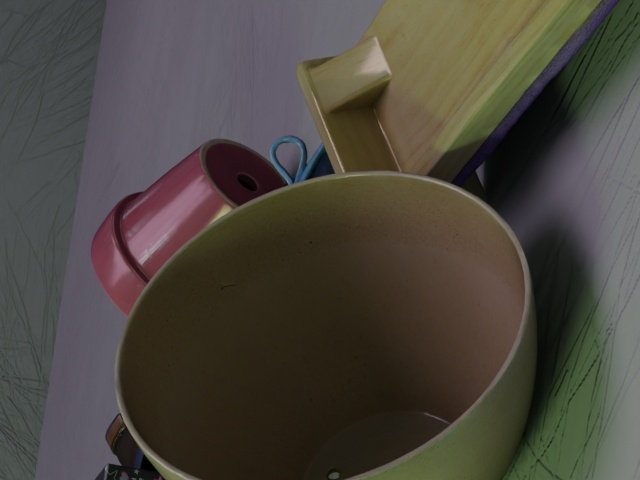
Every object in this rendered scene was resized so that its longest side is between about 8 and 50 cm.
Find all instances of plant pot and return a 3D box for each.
[{"bbox_3d":[0.023,0.117,1.168,0.284,0.284,0.191,-96,-12,-48],"label":"plant pot"},{"bbox_3d":[-0.129,-0.008,1.893,0.180,0.201,0.201,-50,29,31],"label":"plant pot"}]

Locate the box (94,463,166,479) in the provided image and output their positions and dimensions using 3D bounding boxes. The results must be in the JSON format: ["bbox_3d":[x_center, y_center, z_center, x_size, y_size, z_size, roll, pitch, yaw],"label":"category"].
[{"bbox_3d":[-0.224,0.377,1.994,0.247,0.142,0.163,132,147,-60],"label":"box"}]

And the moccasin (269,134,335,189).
[{"bbox_3d":[0.000,0.000,1.469,0.137,0.117,0.342,-88,11,-45],"label":"moccasin"}]

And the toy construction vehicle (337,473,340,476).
[{"bbox_3d":[0.008,0.167,1.533,0.086,0.035,0.098,143,137,-67],"label":"toy construction vehicle"}]

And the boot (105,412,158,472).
[{"bbox_3d":[-0.208,0.234,2.221,0.106,0.082,0.219,59,135,37],"label":"boot"}]

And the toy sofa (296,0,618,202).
[{"bbox_3d":[0.134,-0.162,1.188,0.150,0.177,0.362,68,151,20],"label":"toy sofa"}]
